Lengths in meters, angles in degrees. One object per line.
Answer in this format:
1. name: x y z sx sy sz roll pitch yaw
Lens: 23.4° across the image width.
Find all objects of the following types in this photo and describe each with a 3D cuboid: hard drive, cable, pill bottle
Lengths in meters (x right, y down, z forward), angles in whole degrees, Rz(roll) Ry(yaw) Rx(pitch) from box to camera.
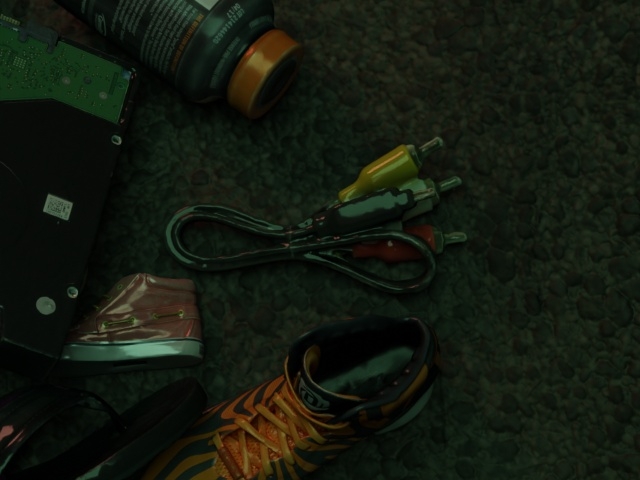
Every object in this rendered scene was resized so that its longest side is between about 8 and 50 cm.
1. hard drive: -0.311 -0.060 1.395 0.236 0.064 0.339 21 54 -16
2. cable: 0.000 0.000 1.478 0.287 0.072 0.140 -14 89 9
3. pill bottle: -0.136 -0.220 1.496 0.245 0.130 0.130 37 76 12

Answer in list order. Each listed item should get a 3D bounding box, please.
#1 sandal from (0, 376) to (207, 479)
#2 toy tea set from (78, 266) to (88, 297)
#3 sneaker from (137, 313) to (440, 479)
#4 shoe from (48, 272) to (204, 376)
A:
1. sandal: -0.307 0.216 1.326 0.445 0.167 0.107 -28 100 -7
2. toy tea set: -0.371 -0.048 1.444 0.200 0.124 0.336 -33 75 -9
3. sneaker: -0.037 0.154 1.346 0.321 0.180 0.125 -35 75 -10
4. shoe: -0.199 0.079 1.437 0.178 0.063 0.081 -3 71 -6
